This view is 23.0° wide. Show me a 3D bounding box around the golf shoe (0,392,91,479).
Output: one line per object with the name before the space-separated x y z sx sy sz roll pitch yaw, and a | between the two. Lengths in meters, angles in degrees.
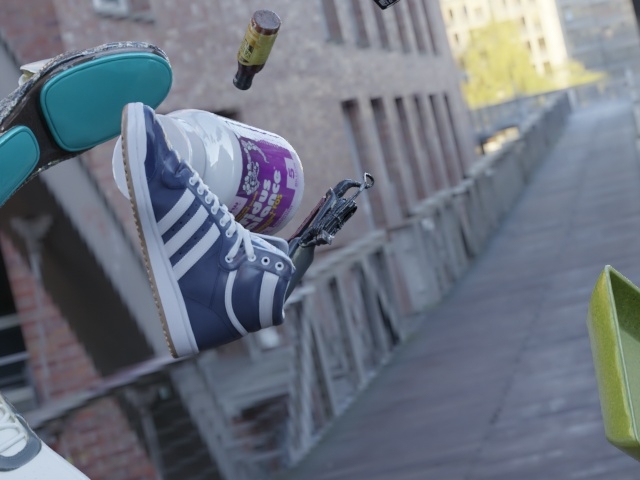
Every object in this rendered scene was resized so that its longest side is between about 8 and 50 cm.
golf shoe | -0.280 0.166 1.270 0.273 0.120 0.105 23 33 23

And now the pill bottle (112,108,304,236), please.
pill bottle | -0.158 -0.093 2.207 0.169 0.169 0.301 -12 -10 25

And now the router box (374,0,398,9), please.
router box | 0.044 -0.327 1.758 0.038 0.092 0.122 -31 -37 17

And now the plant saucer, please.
plant saucer | 0.309 0.143 1.469 0.045 0.188 0.188 -26 -40 30

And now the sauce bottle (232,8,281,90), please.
sauce bottle | -0.087 -0.248 2.071 0.042 0.042 0.128 -15 -31 -31

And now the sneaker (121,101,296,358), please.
sneaker | -0.115 -0.022 1.666 0.153 0.282 0.099 -12 18 0

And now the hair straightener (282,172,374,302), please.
hair straightener | 0.000 0.000 1.885 0.230 0.047 0.089 -47 24 -25

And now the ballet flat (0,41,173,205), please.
ballet flat | -0.447 -0.174 2.356 0.182 0.164 0.483 24 52 38
